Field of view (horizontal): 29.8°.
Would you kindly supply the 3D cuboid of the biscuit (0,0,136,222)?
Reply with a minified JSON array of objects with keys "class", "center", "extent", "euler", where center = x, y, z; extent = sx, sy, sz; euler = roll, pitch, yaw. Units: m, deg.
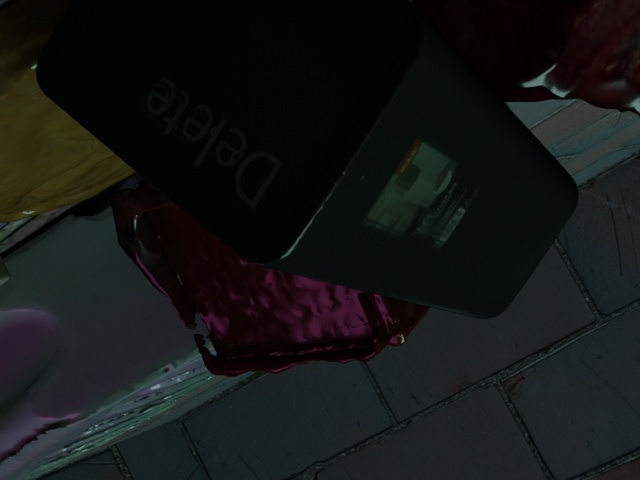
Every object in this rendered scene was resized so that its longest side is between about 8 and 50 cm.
[{"class":"biscuit","center":[-0.116,-0.077,0.690],"extent":[0.376,0.051,0.269],"euler":[-25,173,-25]}]

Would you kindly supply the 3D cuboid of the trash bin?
[{"class":"trash bin","center":[0.010,-0.050,0.568],"extent":[0.115,0.165,0.225],"euler":[-56,149,5]}]

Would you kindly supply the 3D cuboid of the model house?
[{"class":"model house","center":[0.016,-0.033,0.865],"extent":[0.196,0.160,0.254],"euler":[-13,-162,45]}]

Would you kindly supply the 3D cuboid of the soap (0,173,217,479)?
[{"class":"soap","center":[-0.195,0.089,1.090],"extent":[0.261,0.156,0.446],"euler":[-21,170,-44]}]

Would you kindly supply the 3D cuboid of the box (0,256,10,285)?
[{"class":"box","center":[-0.316,0.047,0.754],"extent":[0.141,0.058,0.201],"euler":[-33,171,32]}]

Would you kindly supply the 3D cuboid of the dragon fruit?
[{"class":"dragon fruit","center":[0.188,-0.134,0.674],"extent":[0.330,0.240,0.302],"euler":[-30,161,-53]}]
